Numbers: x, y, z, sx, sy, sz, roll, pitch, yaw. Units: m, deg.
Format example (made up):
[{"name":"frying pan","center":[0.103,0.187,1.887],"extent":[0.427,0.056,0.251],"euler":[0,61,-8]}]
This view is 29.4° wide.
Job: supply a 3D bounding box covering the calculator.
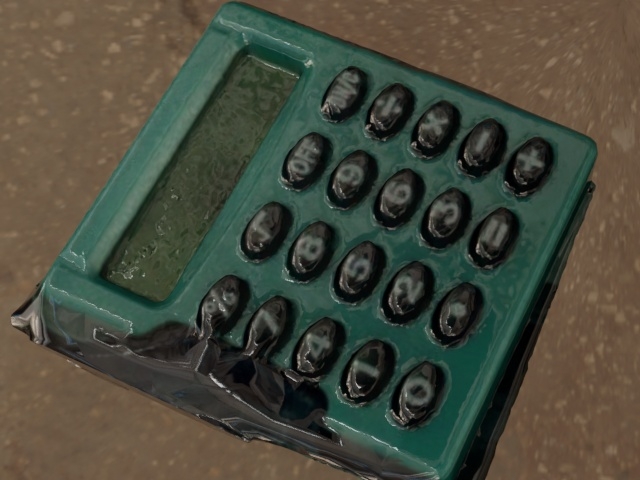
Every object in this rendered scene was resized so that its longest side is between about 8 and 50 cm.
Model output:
[{"name":"calculator","center":[0.000,0.000,0.682],"extent":[0.274,0.058,0.248],"euler":[23,68,15]}]
